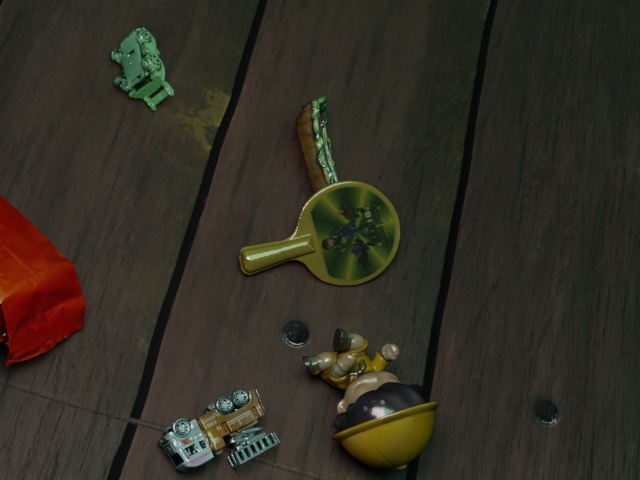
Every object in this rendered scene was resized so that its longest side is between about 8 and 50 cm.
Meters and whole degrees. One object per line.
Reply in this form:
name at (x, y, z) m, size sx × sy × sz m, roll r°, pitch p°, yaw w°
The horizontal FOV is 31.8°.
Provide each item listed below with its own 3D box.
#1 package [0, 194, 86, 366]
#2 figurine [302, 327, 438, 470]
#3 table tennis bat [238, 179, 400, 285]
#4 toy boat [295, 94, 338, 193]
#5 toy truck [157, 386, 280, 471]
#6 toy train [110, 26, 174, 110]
package at (-0.584, 0.014, 1.867) m, size 0.423 × 0.123 × 0.196 m, roll 43°, pitch 36°, yaw 7°
figurine at (0.091, 0.278, 1.945) m, size 0.192 × 0.167 × 0.257 m, roll -22°, pitch 48°, yaw -13°
table tennis bat at (0.000, 0.000, 2.102) m, size 0.320 × 0.050 × 0.199 m, roll -15°, pitch 99°, yaw -15°
toy boat at (0.022, -0.135, 2.178) m, size 0.099 × 0.108 × 0.293 m, roll -23°, pitch 82°, yaw 6°
toy truck at (-0.173, 0.331, 1.882) m, size 0.177 × 0.080 × 0.115 m, roll -23°, pitch 81°, yaw -28°
toy train at (-0.344, -0.337, 2.184) m, size 0.081 × 0.099 × 0.149 m, roll 22°, pitch 43°, yaw -45°
